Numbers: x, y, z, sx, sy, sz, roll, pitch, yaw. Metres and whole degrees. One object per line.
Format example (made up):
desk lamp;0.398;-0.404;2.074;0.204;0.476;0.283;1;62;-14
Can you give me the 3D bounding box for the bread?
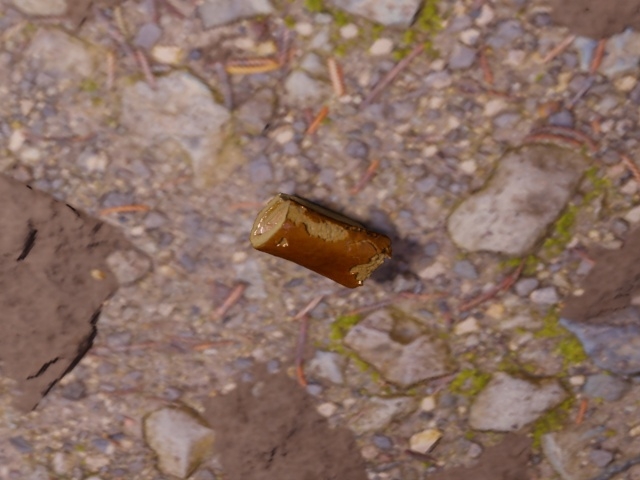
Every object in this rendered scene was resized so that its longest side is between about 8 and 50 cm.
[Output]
bread;0.000;0.000;1.072;0.083;0.036;0.047;23;130;-26
